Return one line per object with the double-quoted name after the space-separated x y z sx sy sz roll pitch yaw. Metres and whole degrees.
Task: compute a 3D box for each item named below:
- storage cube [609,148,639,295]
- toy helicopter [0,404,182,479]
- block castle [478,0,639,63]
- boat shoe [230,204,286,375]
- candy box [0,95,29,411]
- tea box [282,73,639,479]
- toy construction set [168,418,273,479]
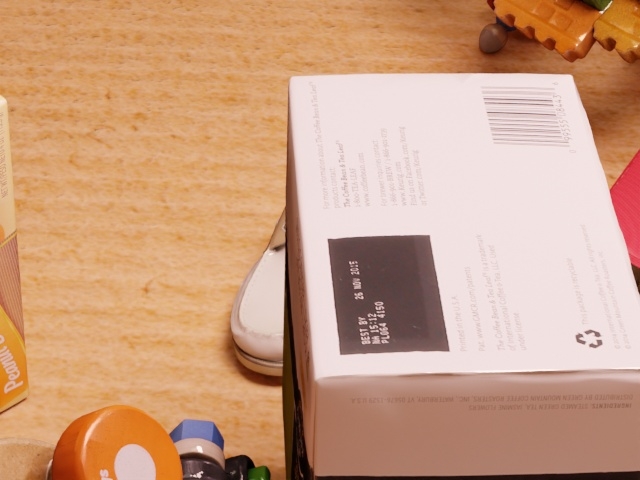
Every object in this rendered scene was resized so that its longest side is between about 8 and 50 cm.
0.362 0.001 1.701 0.215 0.184 0.193 32 77 30 "storage cube"
-0.146 0.289 1.173 0.140 0.355 0.235 -23 7 40 "toy helicopter"
0.312 -0.235 1.961 0.453 0.303 0.213 37 88 35 "block castle"
0.000 0.000 1.803 0.113 0.103 0.302 15 40 15 "boat shoe"
-0.336 0.032 1.571 0.183 0.316 0.087 -30 50 -34 "candy box"
0.086 0.104 1.384 0.220 0.324 0.329 0 39 -4 "tea box"
-0.140 0.298 1.376 0.237 0.257 0.309 -14 61 7 "toy construction set"
